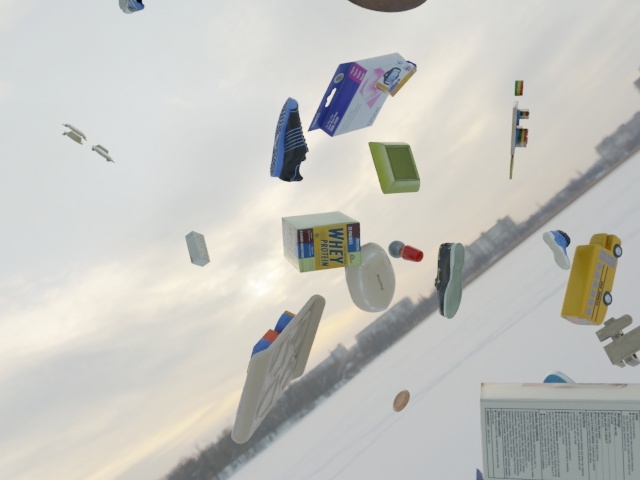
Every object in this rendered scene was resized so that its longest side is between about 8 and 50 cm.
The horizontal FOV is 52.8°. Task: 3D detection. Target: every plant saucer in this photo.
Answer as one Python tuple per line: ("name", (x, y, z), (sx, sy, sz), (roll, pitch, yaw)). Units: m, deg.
("plant saucer", (0.264, -0.256, 2.192), (0.188, 0.188, 0.045), (-7, -11, -41))
("plant saucer", (0.104, -0.437, 1.060), (0.168, 0.168, 0.029), (-33, -25, -24))
("plant saucer", (0.275, 0.549, 2.218), (0.083, 0.013, 0.083), (-48, 16, 19))

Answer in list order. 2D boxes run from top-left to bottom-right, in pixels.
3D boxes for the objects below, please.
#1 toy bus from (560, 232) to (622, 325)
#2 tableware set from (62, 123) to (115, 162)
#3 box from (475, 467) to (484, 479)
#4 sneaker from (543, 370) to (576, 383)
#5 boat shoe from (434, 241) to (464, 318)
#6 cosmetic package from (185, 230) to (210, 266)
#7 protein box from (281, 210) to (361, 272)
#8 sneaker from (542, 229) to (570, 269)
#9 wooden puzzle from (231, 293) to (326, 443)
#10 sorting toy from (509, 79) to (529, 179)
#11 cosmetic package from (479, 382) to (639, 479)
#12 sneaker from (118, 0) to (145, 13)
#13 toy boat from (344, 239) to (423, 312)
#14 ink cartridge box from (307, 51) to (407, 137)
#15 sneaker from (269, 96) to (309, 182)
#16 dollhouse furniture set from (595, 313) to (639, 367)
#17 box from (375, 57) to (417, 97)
("toy bus", (0.939, 0.128, 2.238), (0.108, 0.130, 0.332), (-9, 58, 61))
("tableware set", (-0.630, -0.262, 1.752), (0.020, 0.169, 0.141), (-53, 20, 4))
("box", (0.442, 0.689, 1.598), (0.036, 0.225, 0.136), (-37, 2, 21))
("sneaker", (0.759, 0.474, 1.901), (0.087, 0.228, 0.092), (-47, -14, 21))
("boat shoe", (0.377, 0.118, 1.919), (0.069, 0.227, 0.081), (2, -10, 43))
("cosmetic package", (-0.422, 0.029, 2.218), (0.041, 0.115, 0.060), (-34, -34, 23))
("protein box", (0.000, 0.000, 2.000), (0.200, 0.135, 0.201), (-7, 14, -16))
("sneaker", (0.840, 0.028, 2.230), (0.085, 0.152, 0.058), (-13, -31, -20))
("wooden puzzle", (-0.126, 0.333, 1.752), (0.348, 0.081, 0.322), (-39, -30, -55))
("sorting toy", (0.575, -0.317, 1.858), (0.132, 0.046, 0.274), (-48, -41, -63))
("cosmetic package", (0.423, 0.324, 1.089), (0.296, 0.153, 0.129), (-1, 2, 15))
("sneaker", (-0.398, -0.559, 1.392), (0.052, 0.058, 0.135), (-27, -59, -65))
("toy boat", (0.210, 0.101, 2.259), (0.318, 0.267, 0.148), (-32, 31, -28))
("ink cartridge box", (0.138, -0.533, 2.406), (0.330, 0.071, 0.324), (-26, -24, -41))
("sneaker", (-0.075, -0.271, 1.757), (0.091, 0.232, 0.081), (12, -7, -20))
("dollhouse furniture set", (0.863, 0.268, 1.784), (0.151, 0.144, 0.123), (23, -52, -35))
("box", (0.254, -0.542, 2.123), (0.136, 0.081, 0.028), (-49, -40, 1))
